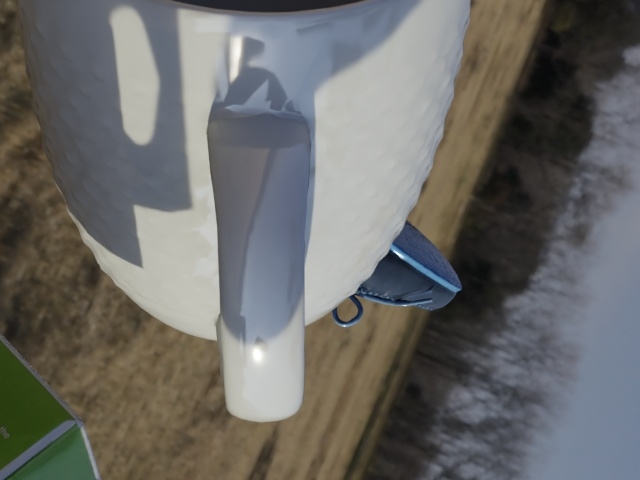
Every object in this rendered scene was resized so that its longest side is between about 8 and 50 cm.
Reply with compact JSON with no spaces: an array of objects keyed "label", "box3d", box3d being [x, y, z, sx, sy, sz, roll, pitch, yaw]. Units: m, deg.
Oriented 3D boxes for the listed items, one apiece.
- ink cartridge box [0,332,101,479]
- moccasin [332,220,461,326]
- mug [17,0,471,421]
[{"label":"ink cartridge box","box3d":[-0.150,0.166,0.679,0.097,0.255,0.189,-39,155,-25]},{"label":"moccasin","box3d":[0.000,0.000,1.335,0.117,0.342,0.138,-51,-147,17]},{"label":"mug","box3d":[-0.047,-0.063,0.802,0.328,0.276,0.374,96,-10,-47]}]
